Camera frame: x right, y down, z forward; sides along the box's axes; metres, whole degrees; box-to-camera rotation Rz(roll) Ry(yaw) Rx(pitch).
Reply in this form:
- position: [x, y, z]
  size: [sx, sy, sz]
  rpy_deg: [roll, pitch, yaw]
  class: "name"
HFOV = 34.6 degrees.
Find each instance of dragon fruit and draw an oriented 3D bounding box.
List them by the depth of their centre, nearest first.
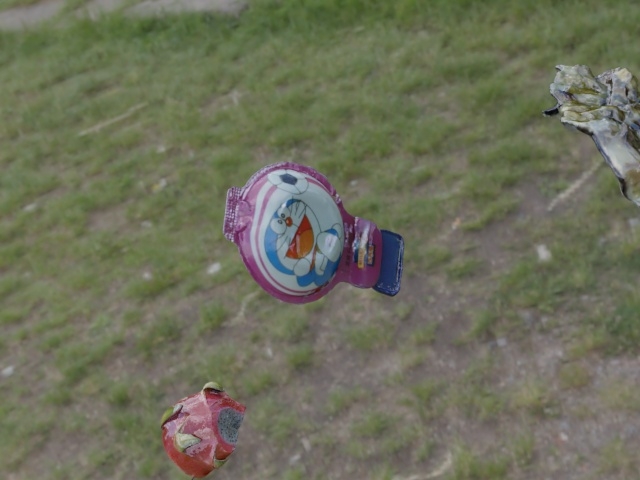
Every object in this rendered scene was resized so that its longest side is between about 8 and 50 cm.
- position: [-0.107, 0.162, 0.915]
  size: [0.056, 0.060, 0.083]
  rpy_deg: [-41, 21, 39]
  class: "dragon fruit"

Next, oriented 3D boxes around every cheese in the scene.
- position: [0.000, 0.000, 1.103]
  size: [0.062, 0.244, 0.155]
  rpy_deg: [-11, 66, 51]
  class: "cheese"

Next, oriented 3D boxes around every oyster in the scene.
- position: [0.267, -0.060, 0.852]
  size: [0.083, 0.214, 0.223]
  rpy_deg: [-39, 12, 20]
  class: "oyster"
